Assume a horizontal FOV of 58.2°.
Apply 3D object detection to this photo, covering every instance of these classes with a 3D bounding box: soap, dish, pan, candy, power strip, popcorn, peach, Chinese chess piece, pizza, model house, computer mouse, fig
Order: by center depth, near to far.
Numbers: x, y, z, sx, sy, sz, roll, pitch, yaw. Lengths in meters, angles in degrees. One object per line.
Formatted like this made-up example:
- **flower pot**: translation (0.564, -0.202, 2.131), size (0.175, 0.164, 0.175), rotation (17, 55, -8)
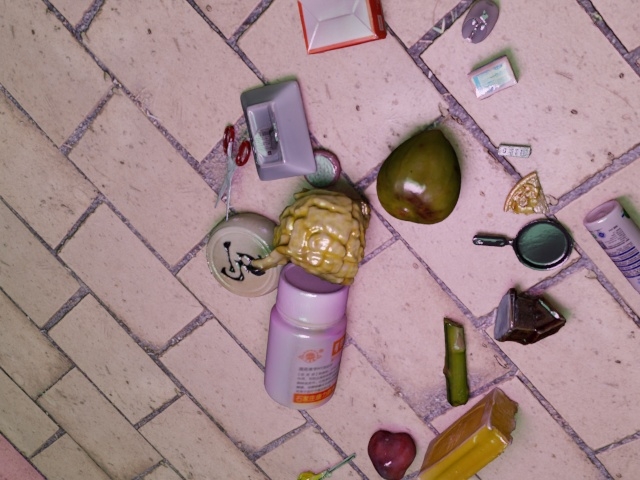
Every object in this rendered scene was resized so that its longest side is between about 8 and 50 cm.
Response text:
- **computer mouse**: translation (0.350, -0.480, 1.262), size (0.066, 0.039, 0.096), rotation (32, 120, 4)
- **power strip**: translation (0.455, -0.211, 1.357), size (0.083, 0.017, 0.027), rotation (7, 113, 15)
- **fig**: translation (0.245, -0.155, 1.379), size (0.203, 0.203, 0.225), rotation (22, 76, 9)
- **pizza**: translation (0.510, -0.098, 1.383), size (0.109, 0.026, 0.123), rotation (32, 119, 1)
- **pan**: translation (0.499, 0.005, 1.430), size (0.235, 0.028, 0.136), rotation (7, 114, 14)
- **dish**: translation (-0.126, -0.273, 1.476), size (0.182, 0.080, 0.243), rotation (-5, 105, 29)
- **model house**: translation (0.537, 0.211, 1.479), size (0.152, 0.106, 0.165), rotation (8, 152, 4)
- **popcorn**: translation (0.002, -0.009, 1.483), size (0.293, 0.293, 0.236), rotation (2, 73, 19)
- **candy**: translation (0.003, -0.188, 1.514), size (0.103, 0.043, 0.103), rotation (7, 113, 18)
- **soap**: translation (0.412, 0.572, 1.619), size (0.091, 0.199, 0.315), rotation (42, 122, 6)
- **Chinese chess piece**: translation (-0.209, 0.045, 1.660), size (0.251, 0.101, 0.250), rotation (8, 115, 17)
- **peach**: translation (0.216, 0.652, 1.751), size (0.152, 0.152, 0.152), rotation (8, 115, 17)
- **candy**: translation (0.023, 0.781, 1.932), size (0.077, 0.073, 0.262), rotation (40, 114, -22)

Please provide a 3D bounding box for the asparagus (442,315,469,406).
- **asparagus**: translation (0.378, 0.338, 1.605), size (0.067, 0.060, 0.277), rotation (11, 118, 36)

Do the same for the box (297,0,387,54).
- **box**: translation (0.053, -0.512, 1.323), size (0.182, 0.099, 0.133), rotation (-7, 107, 24)

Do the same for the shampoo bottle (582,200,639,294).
- **shampoo bottle**: translation (0.737, 0.049, 1.329), size (0.092, 0.092, 0.303), rotation (-38, 96, 29)

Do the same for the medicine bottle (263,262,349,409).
- **medicine bottle**: translation (-0.040, 0.266, 1.631), size (0.219, 0.219, 0.388), rotation (14, 116, 14)

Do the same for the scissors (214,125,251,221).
- **scissors**: translation (-0.249, -0.178, 1.574), size (0.144, 0.017, 0.247), rotation (44, 127, 43)

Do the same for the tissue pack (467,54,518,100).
- **tissue pack**: translation (0.385, -0.363, 1.290), size (0.095, 0.059, 0.074), rotation (-21, 102, 26)
